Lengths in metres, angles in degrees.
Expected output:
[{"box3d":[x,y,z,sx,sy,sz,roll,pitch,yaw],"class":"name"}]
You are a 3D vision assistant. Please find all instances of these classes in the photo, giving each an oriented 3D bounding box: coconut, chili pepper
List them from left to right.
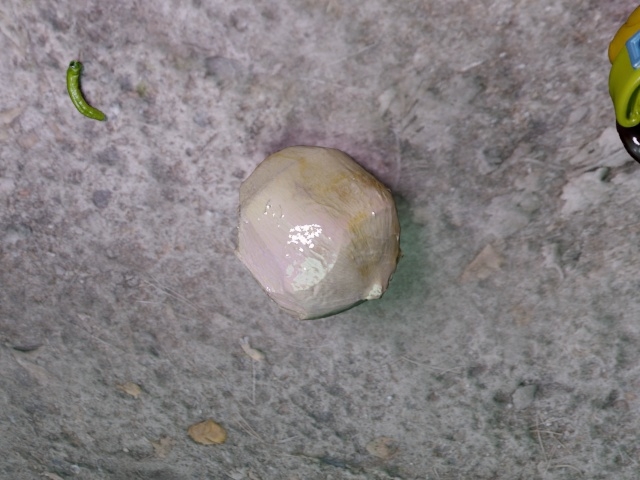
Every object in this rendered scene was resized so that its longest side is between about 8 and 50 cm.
[{"box3d":[-0.258,-0.160,0.971,0.030,0.017,0.083,3,139,7],"class":"chili pepper"},{"box3d":[0.001,-0.002,0.976,0.194,0.194,0.194,6,140,5],"class":"coconut"}]

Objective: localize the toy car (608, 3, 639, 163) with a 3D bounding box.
[{"box3d":[0.355,-0.151,0.745,0.247,0.142,0.200,20,141,-26],"class":"toy car"}]
